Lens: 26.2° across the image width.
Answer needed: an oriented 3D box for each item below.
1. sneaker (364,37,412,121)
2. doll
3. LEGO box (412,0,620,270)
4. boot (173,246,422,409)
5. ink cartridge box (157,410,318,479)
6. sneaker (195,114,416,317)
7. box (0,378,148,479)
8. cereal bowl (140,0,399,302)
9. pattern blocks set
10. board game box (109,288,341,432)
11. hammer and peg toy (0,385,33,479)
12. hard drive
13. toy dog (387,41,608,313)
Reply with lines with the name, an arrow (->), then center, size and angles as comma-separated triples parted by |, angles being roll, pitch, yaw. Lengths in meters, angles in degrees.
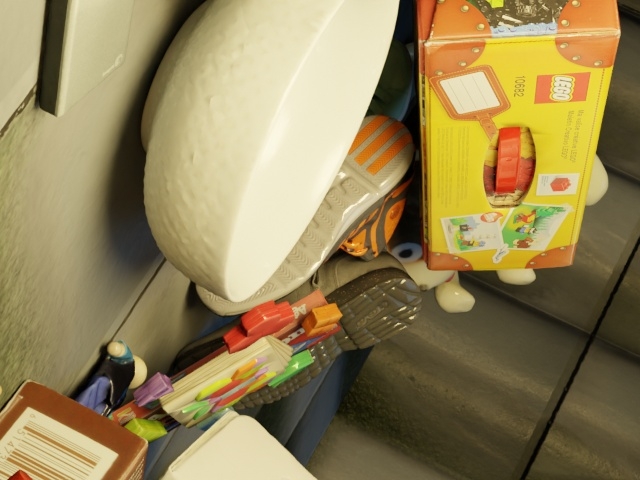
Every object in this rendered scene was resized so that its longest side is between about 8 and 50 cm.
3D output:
sneaker -> 0.048, -0.179, 1.782 | 0.256, 0.094, 0.151 | -63, 165, -17
doll -> -0.228, 0.165, 1.411 | 0.189, 0.046, 0.129 | -54, 166, -67
LEGO box -> 0.204, -0.239, 1.583 | 0.500, 0.193, 0.372 | 80, 8, -63
boot -> -0.048, 0.083, 1.802 | 0.223, 0.338, 0.118 | -121, -166, -54
ink cartridge box -> -0.133, 0.441, 1.632 | 0.395, 0.285, 0.166 | -52, 172, 30
sneaker -> 0.000, 0.000, 1.671 | 0.321, 0.124, 0.180 | -38, 157, -7
box -> -0.280, 0.327, 1.310 | 0.191, 0.143, 0.381 | -54, 165, -42
cereal bowl -> -0.062, -0.123, 1.250 | 0.339, 0.141, 0.339 | -59, 169, -19
pattern blocks set -> -0.102, 0.156, 1.532 | 0.285, 0.026, 0.325 | -34, 165, 11
board game box -> -0.108, 0.153, 1.616 | 0.281, 0.027, 0.145 | -31, 163, -1
hammer and peg toy -> -0.220, 0.194, 0.931 | 0.127, 0.266, 0.361 | -42, 165, -9
hard drive -> -0.163, -0.165, 0.981 | 0.094, 0.022, 0.135 | -52, 165, -46
toy dog -> 0.191, -0.084, 2.042 | 0.408, 0.284, 0.395 | -39, 112, -45
